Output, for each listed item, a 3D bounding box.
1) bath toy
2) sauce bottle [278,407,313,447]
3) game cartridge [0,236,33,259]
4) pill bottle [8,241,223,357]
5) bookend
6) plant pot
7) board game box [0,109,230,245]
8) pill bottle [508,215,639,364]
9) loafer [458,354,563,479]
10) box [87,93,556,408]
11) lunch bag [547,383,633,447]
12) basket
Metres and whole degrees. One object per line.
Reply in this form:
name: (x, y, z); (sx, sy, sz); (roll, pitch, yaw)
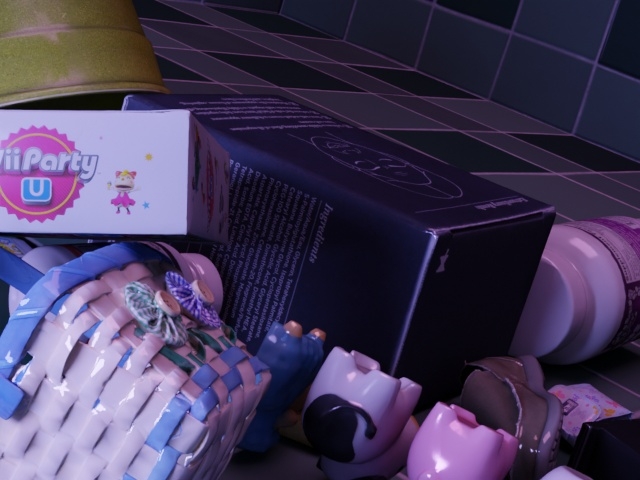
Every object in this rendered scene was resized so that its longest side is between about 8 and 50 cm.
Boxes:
bath toy: (0.088, 0.191, 1.091); (0.348, 0.129, 0.151); (26, -1, 29)
sauce bottle: (-0.040, 0.153, 1.235); (0.128, 0.042, 0.042); (19, 16, 9)
game cartridge: (-0.343, 0.012, 1.453); (0.083, 0.017, 0.056); (3, 17, -40)
pill bottle: (-0.187, 0.055, 1.297); (0.108, 0.108, 0.193); (29, 19, 36)
bookend: (0.340, 0.235, 1.283); (0.156, 0.072, 0.157); (3, 22, -37)
plant pot: (-0.380, -0.285, 1.532); (0.366, 0.353, 0.366); (-13, -3, -1)
board game box: (-0.198, -0.048, 1.125); (0.224, 0.097, 0.303); (1, -2, 2)
pill bottle: (0.310, 0.061, 1.664); (0.169, 0.169, 0.301); (26, 19, 30)
loafer: (0.177, 0.176, 1.317); (0.087, 0.094, 0.251); (5, 11, 0)
box: (0.000, 0.000, 1.480); (0.395, 0.212, 0.293); (25, 17, 28)
lunch bag: (0.271, 0.184, 1.424); (0.083, 0.053, 0.071); (-3, 24, -34)
basket: (-0.194, 0.086, 1.008); (0.289, 0.201, 0.255); (27, 11, 8)
